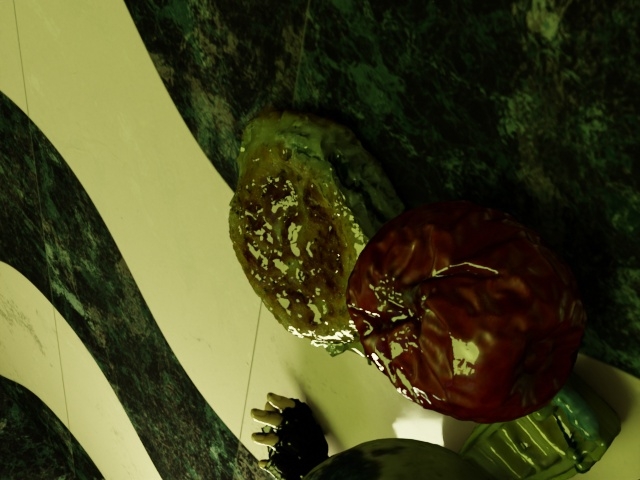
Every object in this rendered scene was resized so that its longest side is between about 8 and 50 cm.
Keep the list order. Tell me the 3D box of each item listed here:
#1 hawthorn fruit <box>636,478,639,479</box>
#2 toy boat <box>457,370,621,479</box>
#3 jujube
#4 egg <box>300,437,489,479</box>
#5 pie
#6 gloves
[{"bbox_3d":[0.346,0.333,0.941,0.300,0.275,0.275,-13,108,60],"label":"hawthorn fruit"},{"bbox_3d":[0.249,0.212,1.162,0.111,0.084,0.276,48,153,10],"label":"toy boat"},{"bbox_3d":[0.147,0.067,1.046,0.232,0.213,0.213,32,143,44],"label":"jujube"},{"bbox_3d":[0.095,0.436,1.287,0.345,0.428,0.345,2,113,5],"label":"egg"},{"bbox_3d":[0.000,0.000,1.299,0.288,0.103,0.354,-27,94,55],"label":"pie"},{"bbox_3d":[-0.048,0.333,1.678,0.164,0.124,0.203,-132,30,-58],"label":"gloves"}]
